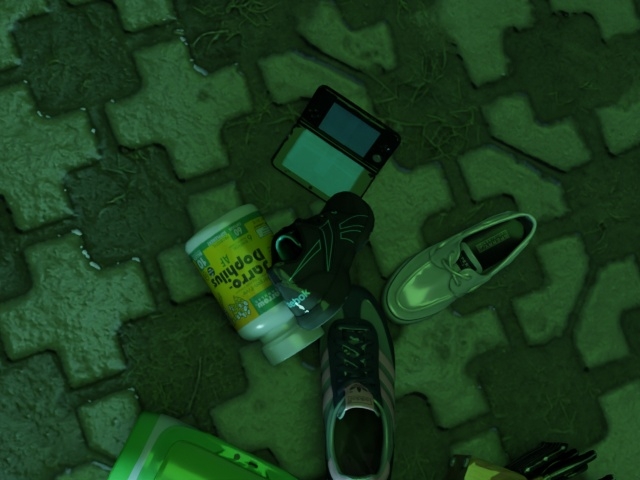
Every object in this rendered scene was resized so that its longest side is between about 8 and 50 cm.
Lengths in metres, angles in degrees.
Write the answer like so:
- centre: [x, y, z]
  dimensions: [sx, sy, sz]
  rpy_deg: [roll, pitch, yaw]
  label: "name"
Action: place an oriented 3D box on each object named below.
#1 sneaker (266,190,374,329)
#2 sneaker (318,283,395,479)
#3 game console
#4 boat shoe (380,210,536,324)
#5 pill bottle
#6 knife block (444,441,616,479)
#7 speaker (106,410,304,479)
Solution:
- centre: [0.000, 0.000, 1.404]
  dimensions: [0.106, 0.101, 0.267]
  rpy_deg: [43, 33, -17]
  label: "sneaker"
- centre: [0.055, 0.198, 1.414]
  dimensions: [0.112, 0.131, 0.318]
  rpy_deg: [-4, 69, -2]
  label: "sneaker"
- centre: [0.022, -0.131, 1.510]
  dimensions: [0.144, 0.124, 0.085]
  rpy_deg: [34, 50, -3]
  label: "game console"
- centre: [0.200, 0.030, 1.507]
  dimensions: [0.258, 0.084, 0.095]
  rpy_deg: [-36, 88, -14]
  label: "boat shoe"
- centre: [-0.086, 0.064, 1.437]
  dimensions: [0.118, 0.117, 0.208]
  rpy_deg: [-32, 87, -13]
  label: "pill bottle"
- centre: [0.282, 0.403, 1.452]
  dimensions: [0.242, 0.088, 0.275]
  rpy_deg: [23, 77, -4]
  label: "knife block"
- centre: [-0.126, 0.337, 1.378]
  dimensions: [0.297, 0.131, 0.131]
  rpy_deg: [27, 77, -4]
  label: "speaker"
